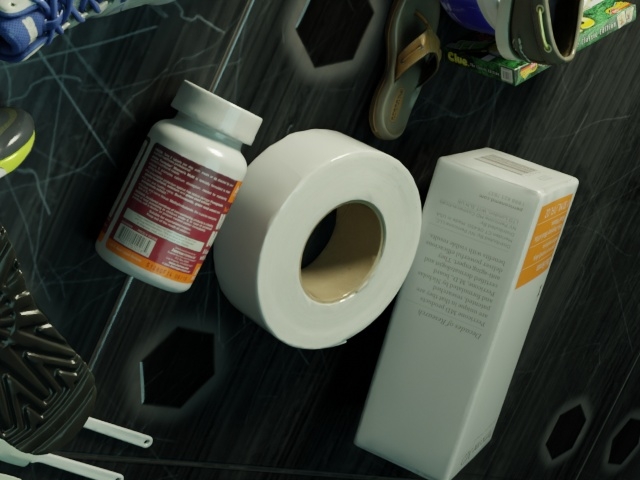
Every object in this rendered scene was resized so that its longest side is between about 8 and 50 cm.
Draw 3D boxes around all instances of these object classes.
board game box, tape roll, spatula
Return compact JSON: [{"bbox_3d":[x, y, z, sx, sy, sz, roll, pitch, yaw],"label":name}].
[{"bbox_3d":[0.315,-0.297,1.512,0.260,0.136,0.030,-30,131,-29],"label":"board game box"},{"bbox_3d":[0.000,0.000,1.408,0.286,0.100,0.286,-22,126,-34],"label":"tape roll"},{"bbox_3d":[-0.320,0.277,1.322,0.242,0.019,0.168,33,87,-47],"label":"spatula"}]

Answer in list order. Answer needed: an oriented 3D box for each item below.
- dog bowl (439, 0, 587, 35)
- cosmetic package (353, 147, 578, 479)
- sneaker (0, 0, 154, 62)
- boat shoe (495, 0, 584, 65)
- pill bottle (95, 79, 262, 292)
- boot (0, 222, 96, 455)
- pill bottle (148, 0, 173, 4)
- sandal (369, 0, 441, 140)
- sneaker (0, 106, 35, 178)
[{"bbox_3d":[0.267,-0.403,1.411,0.265,0.104,0.264,-20,120,-39],"label":"dog bowl"},{"bbox_3d":[0.217,0.104,1.574,0.230,0.162,0.453,-19,128,-62],"label":"cosmetic package"},{"bbox_3d":[-0.247,-0.215,0.954,0.297,0.131,0.111,-13,142,-4],"label":"sneaker"},{"bbox_3d":[0.289,-0.368,1.301,0.109,0.091,0.304,-13,115,-42],"label":"boat shoe"},{"bbox_3d":[-0.159,-0.062,1.209,0.121,0.121,0.221,22,96,-47],"label":"pill bottle"},{"bbox_3d":[-0.373,0.042,0.968,0.131,0.260,0.347,-42,130,-26],"label":"boot"},{"bbox_3d":[-0.201,-0.335,1.018,0.121,0.121,0.216,-55,138,-5],"label":"pill bottle"},{"bbox_3d":[0.123,-0.238,1.416,0.090,0.060,0.219,10,99,-46],"label":"sandal"},{"bbox_3d":[-0.403,-0.104,0.973,0.300,0.111,0.121,-13,117,-41],"label":"sneaker"}]
